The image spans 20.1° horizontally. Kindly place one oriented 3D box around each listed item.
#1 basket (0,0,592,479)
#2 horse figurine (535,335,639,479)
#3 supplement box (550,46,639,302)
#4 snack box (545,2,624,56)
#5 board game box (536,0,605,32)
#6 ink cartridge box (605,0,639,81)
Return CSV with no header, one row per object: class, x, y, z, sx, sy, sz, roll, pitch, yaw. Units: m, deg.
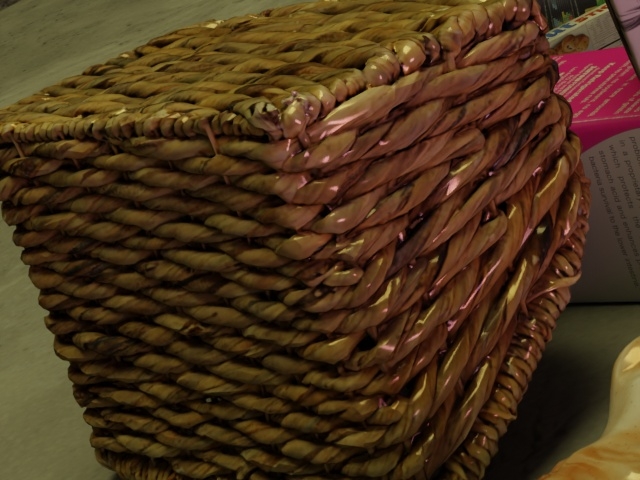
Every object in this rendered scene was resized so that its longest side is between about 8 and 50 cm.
basket,0.000,0.000,0.931,0.213,0.223,0.299,-30,18,-34
horse figurine,0.168,0.079,0.748,0.174,0.066,0.263,-2,28,32
supplement box,0.183,-0.039,0.982,0.220,0.111,0.114,-2,28,44
snack box,0.168,-0.115,1.283,0.178,0.064,0.022,-28,21,-17
board game box,0.150,-0.193,1.515,0.170,0.048,0.141,-17,17,-8
ink cartridge box,0.164,-0.141,0.899,0.056,0.135,0.099,-22,18,10
